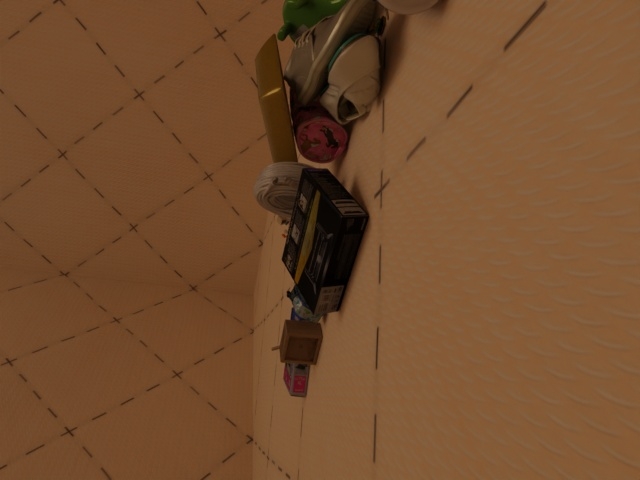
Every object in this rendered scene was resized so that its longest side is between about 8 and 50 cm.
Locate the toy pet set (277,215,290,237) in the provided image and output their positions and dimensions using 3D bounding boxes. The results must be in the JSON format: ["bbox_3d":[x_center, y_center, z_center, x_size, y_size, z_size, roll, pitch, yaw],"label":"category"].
[{"bbox_3d":[-0.159,-0.079,2.409,0.114,0.065,0.122,46,142,29],"label":"toy pet set"}]

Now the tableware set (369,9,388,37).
[{"bbox_3d":[0.156,-0.588,1.224,0.154,0.024,0.104,114,160,-56],"label":"tableware set"}]

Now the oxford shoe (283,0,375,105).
[{"bbox_3d":[0.001,-0.488,1.239,0.169,0.130,0.449,-42,6,-18],"label":"oxford shoe"}]

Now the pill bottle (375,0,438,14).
[{"bbox_3d":[0.143,-0.526,0.924,0.265,0.153,0.153,-102,22,-58],"label":"pill bottle"}]

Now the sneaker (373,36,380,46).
[{"bbox_3d":[0.118,-0.484,1.291,0.071,0.068,0.170,-69,18,-8],"label":"sneaker"}]

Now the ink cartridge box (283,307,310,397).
[{"bbox_3d":[-0.072,0.345,1.649,0.186,0.065,0.312,-175,94,-78],"label":"ink cartridge box"}]

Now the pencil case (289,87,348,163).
[{"bbox_3d":[-0.012,-0.402,1.564,0.386,0.167,0.160,-96,-3,-49],"label":"pencil case"}]

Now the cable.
[{"bbox_3d":[-0.078,-0.145,1.499,0.257,0.257,0.089,-18,58,51],"label":"cable"}]

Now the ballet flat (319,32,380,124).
[{"bbox_3d":[0.086,-0.385,1.227,0.400,0.139,0.139,175,102,-82],"label":"ballet flat"}]

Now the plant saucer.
[{"bbox_3d":[-0.138,-0.409,1.516,0.333,0.080,0.333,80,180,-48],"label":"plant saucer"}]

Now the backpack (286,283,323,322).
[{"bbox_3d":[-0.033,0.181,1.456,0.084,0.105,0.114,-55,32,22],"label":"backpack"}]

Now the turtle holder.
[{"bbox_3d":[0.030,-0.656,1.353,0.228,0.243,0.320,-58,-9,-18],"label":"turtle holder"}]

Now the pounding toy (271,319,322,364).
[{"bbox_3d":[-0.076,0.316,1.501,0.100,0.130,0.141,-105,25,-63],"label":"pounding toy"}]

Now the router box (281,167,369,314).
[{"bbox_3d":[0.000,0.000,1.287,0.243,0.080,0.309,55,139,45],"label":"router box"}]
